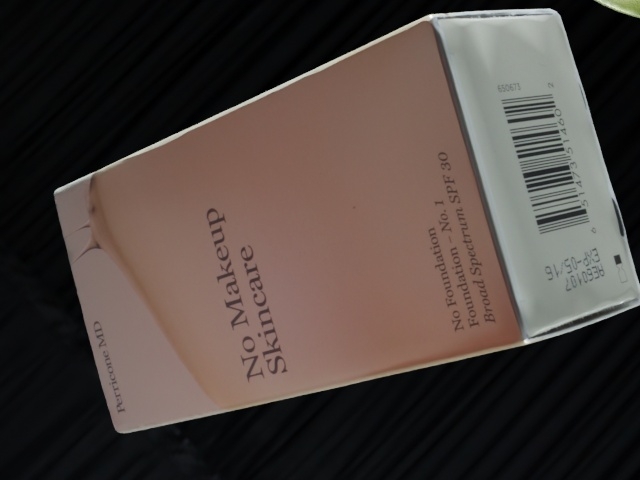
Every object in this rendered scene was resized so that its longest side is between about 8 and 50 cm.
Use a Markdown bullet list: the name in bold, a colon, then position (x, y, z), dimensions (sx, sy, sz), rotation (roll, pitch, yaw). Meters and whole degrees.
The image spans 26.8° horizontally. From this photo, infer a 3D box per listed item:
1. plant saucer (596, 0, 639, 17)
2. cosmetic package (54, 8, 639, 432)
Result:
- **plant saucer**: position (0.297, -0.196, 0.929), dimensions (0.241, 0.037, 0.241), rotation (7, -6, 1)
- **cosmetic package**: position (0.000, 0.000, 0.732), dimensions (0.309, 0.113, 0.160), rotation (-20, -95, 43)
